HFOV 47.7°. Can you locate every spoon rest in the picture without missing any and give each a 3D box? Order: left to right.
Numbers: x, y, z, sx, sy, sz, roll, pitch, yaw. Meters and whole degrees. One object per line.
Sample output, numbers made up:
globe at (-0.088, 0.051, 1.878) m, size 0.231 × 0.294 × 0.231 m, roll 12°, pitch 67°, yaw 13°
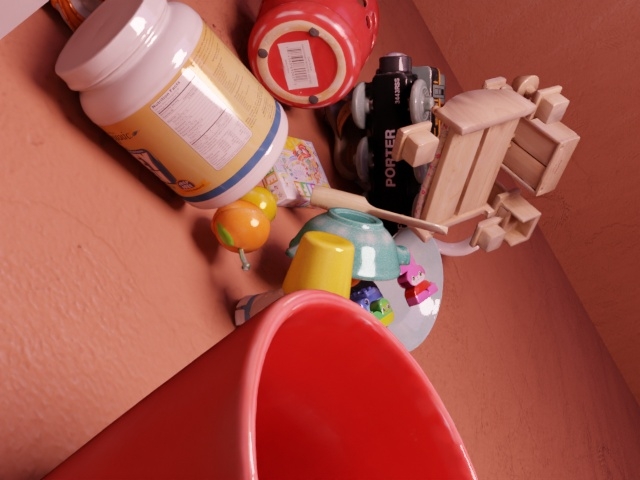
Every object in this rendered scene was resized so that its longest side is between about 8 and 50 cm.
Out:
spoon rest at (0.194, -0.065, 1.430) m, size 0.276 × 0.084 × 0.137 m, roll 43°, pitch 27°, yaw -12°

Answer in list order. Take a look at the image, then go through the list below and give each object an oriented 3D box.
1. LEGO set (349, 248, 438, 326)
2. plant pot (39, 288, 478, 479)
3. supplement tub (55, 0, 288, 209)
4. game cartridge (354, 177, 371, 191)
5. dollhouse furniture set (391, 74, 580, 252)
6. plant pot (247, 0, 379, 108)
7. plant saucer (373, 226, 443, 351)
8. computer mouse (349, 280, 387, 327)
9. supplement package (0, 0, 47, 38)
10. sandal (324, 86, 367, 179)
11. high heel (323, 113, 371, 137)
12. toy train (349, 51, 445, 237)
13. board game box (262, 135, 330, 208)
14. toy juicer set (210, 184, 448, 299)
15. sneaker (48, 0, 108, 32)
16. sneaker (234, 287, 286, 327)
LEGO set at (0.036, 0.073, 0.899) m, size 0.227 × 0.087 × 0.093 m, roll -28°, pitch 94°, yaw -44°
plant pot at (-0.051, 0.199, 0.439) m, size 0.275 × 0.243 × 0.275 m, roll 44°, pitch 31°, yaw -35°
supplement tub at (-0.143, -0.141, 0.718) m, size 0.199 × 0.144 × 0.144 m, roll 44°, pitch 30°, yaw -36°
game cartridge at (0.071, -0.127, 1.297) m, size 0.056 × 0.017 × 0.083 m, roll 40°, pitch 32°, yaw -48°
dollhouse furniture set at (0.185, -0.109, 1.075) m, size 0.355 × 0.303 × 0.174 m, roll -19°, pitch 50°, yaw -30°
plant pot at (-0.010, -0.308, 1.103) m, size 0.191 × 0.191 × 0.174 m, roll 49°, pitch 31°, yaw -29°
plant saucer at (0.123, 0.073, 1.106) m, size 0.195 × 0.037 × 0.195 m, roll -7°, pitch 99°, yaw -50°
computer mouse at (0.052, 0.152, 0.955) m, size 0.071 × 0.041 × 0.242 m, roll 20°, pitch 52°, yaw -28°
supplement package at (-0.309, -0.232, 0.406) m, size 0.199 × 0.198 × 0.263 m, roll 17°, pitch 51°, yaw -59°
sandal at (0.050, -0.193, 1.221) m, size 0.072 × 0.049 × 0.180 m, roll 2°, pitch 74°, yaw -23°
high heel at (0.075, -0.231, 1.381) m, size 0.261 × 0.186 × 0.093 m, roll 0°, pitch 108°, yaw -36°
toy train at (0.142, -0.138, 1.202) m, size 0.190 × 0.142 × 0.334 m, roll -19°, pitch 109°, yaw -62°
board game box at (-0.038, -0.098, 1.030) m, size 0.154 × 0.026 × 0.103 m, roll -2°, pitch 68°, yaw -64°
toy juicer set at (0.000, 0.000, 0.859) m, size 0.329 × 0.209 × 0.089 m, roll -16°, pitch 123°, yaw -61°
sneaker at (-0.267, -0.295, 0.707) m, size 0.262 × 0.099 × 0.121 m, roll 45°, pitch 21°, yaw -51°
sneaker at (-0.016, 0.135, 0.764) m, size 0.191 × 0.083 × 0.071 m, roll 61°, pitch 36°, yaw -5°
